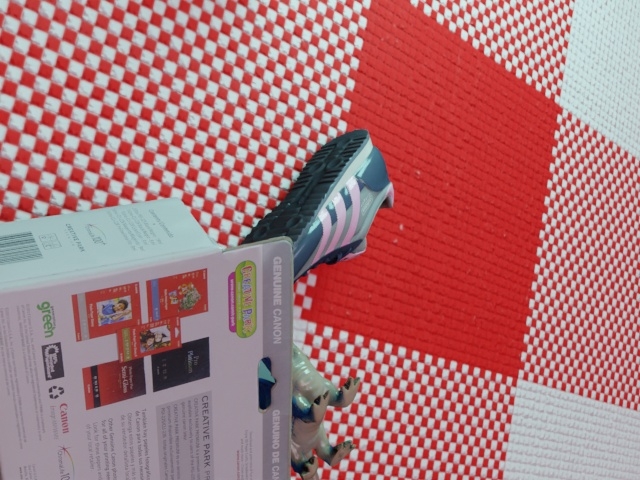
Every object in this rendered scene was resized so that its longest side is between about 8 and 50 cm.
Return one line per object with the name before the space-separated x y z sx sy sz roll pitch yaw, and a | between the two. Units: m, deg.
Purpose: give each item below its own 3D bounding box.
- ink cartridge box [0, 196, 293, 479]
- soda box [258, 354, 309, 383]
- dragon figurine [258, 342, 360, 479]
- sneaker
ink cartridge box | -0.172 0.131 0.807 0.272 0.130 0.309 -10 118 -25
soda box | -0.149 0.107 0.962 0.286 0.091 0.098 39 66 -36
dragon figurine | -0.040 0.188 0.942 0.085 0.144 0.289 -23 126 -41
sneaker | 0.000 0.000 1.085 0.319 0.112 0.131 -51 122 -30
